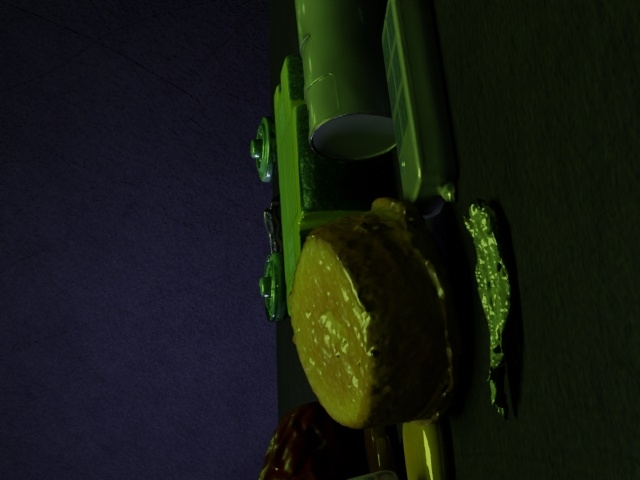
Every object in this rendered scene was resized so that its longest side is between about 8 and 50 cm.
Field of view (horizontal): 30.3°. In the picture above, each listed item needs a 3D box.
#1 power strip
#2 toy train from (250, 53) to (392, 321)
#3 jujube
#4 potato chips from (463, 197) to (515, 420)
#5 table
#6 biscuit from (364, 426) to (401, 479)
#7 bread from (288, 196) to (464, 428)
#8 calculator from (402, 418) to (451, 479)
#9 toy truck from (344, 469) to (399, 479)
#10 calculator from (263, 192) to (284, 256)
[{"bbox_3d":[0.107,-0.153,1.330,0.118,0.046,0.270,104,161,-67],"label":"power strip"},{"bbox_3d":[0.007,-0.066,1.717,0.272,0.179,0.442,116,152,-63],"label":"toy train"},{"bbox_3d":[-0.001,0.408,1.825,0.223,0.223,0.318,96,178,-51],"label":"jujube"},{"bbox_3d":[0.157,0.056,1.085,0.092,0.028,0.207,100,167,-68],"label":"potato chips"},{"bbox_3d":[0.037,-0.227,1.537,0.126,0.126,0.220,102,164,-65],"label":"table"},{"bbox_3d":[0.093,0.342,1.688,0.236,0.039,0.180,-105,10,-59],"label":"biscuit"},{"bbox_3d":[0.064,0.090,1.307,0.268,0.145,0.268,167,90,-69],"label":"bread"},{"bbox_3d":[0.127,0.275,1.403,0.146,0.032,0.235,120,144,-77],"label":"calculator"},{"bbox_3d":[0.067,0.447,1.410,0.175,0.146,0.367,-114,9,-53],"label":"toy truck"},{"bbox_3d":[-0.041,-0.029,2.212,0.274,0.028,0.166,-42,-51,-65],"label":"calculator"}]
